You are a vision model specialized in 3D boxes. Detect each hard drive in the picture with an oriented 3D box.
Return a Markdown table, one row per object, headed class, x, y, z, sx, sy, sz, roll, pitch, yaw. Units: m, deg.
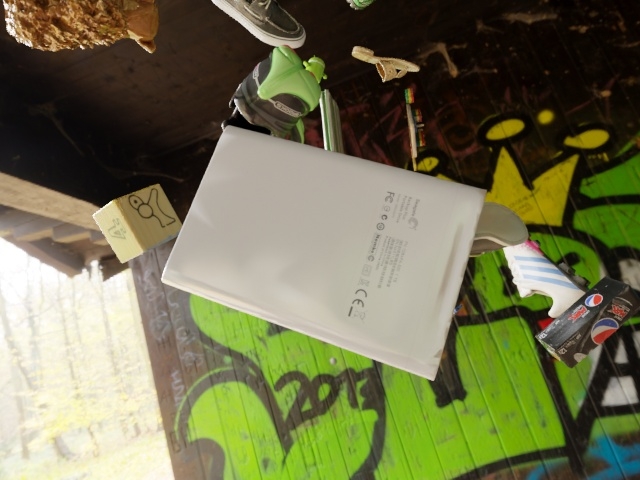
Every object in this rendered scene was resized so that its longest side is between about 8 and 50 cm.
| class | x | y | z | sx | sy | sz | roll | pitch | yaw |
| --- | --- | --- | --- | --- | --- | --- | --- | --- | --- |
| hard drive | 0.000 | 0.000 | 0.466 | 0.318 | 0.210 | 0.040 | 17 | -11 | 13 |

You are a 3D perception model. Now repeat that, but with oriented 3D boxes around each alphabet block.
| class | x | y | z | sx | sy | sz | roll | pitch | yaw |
| --- | --- | --- | --- | --- | --- | --- | --- | --- | --- |
| alphabet block | -0.640 | -0.060 | 1.434 | 0.193 | 0.197 | 0.192 | -19 | 12 | 38 |

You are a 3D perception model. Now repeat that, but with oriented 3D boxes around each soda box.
| class | x | y | z | sx | sy | sz | roll | pitch | yaw |
| --- | --- | --- | --- | --- | --- | --- | --- | --- | --- |
| soda box | 0.476 | 0.144 | 0.717 | 0.169 | 0.053 | 0.060 | -44 | 11 | 4 |

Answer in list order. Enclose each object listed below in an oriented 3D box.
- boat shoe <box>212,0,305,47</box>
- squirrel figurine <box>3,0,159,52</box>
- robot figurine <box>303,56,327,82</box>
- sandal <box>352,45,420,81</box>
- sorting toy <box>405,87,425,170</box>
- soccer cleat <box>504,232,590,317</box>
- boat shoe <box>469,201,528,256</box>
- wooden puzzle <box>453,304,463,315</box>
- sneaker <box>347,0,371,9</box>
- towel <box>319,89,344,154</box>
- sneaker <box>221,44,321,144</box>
| class | x | y | z | sx | sy | sz | roll | pitch | yaw |
| --- | --- | --- | --- | --- | --- | --- | --- | --- | --- |
| boat shoe | -0.194 | -0.730 | 1.265 | 0.335 | 0.121 | 0.119 | 27 | -25 | -8 |
| squirrel figurine | -0.657 | -0.647 | 1.157 | 0.370 | 0.397 | 0.281 | 3 | -50 | -27 |
| robot figurine | -0.024 | -0.646 | 1.544 | 0.101 | 0.115 | 0.067 | 22 | -8 | -28 |
| sandal | 0.218 | -0.592 | 1.401 | 0.240 | 0.079 | 0.088 | 16 | 7 | -6 |
| sorting toy | 0.330 | -0.371 | 1.385 | 0.046 | 0.132 | 0.275 | -7 | -44 | 11 |
| soccer cleat | 0.565 | 0.067 | 1.117 | 0.116 | 0.331 | 0.143 | 18 | -63 | -42 |
| boat shoe | 0.334 | -0.018 | 0.889 | 0.305 | 0.109 | 0.091 | -2 | -28 | -30 |
| wooden puzzle | 0.257 | 0.185 | 0.871 | 0.078 | 0.014 | 0.116 | -13 | -34 | -48 |
| sneaker | 0.242 | -0.928 | 1.371 | 0.134 | 0.146 | 0.343 | 41 | -97 | -36 |
| towel | 0.046 | -0.411 | 1.512 | 0.038 | 0.248 | 0.325 | -6 | 8 | 10 |
| sneaker | -0.143 | -0.284 | 0.970 | 0.202 | 0.185 | 0.483 | -37 | 0 | -10 |
